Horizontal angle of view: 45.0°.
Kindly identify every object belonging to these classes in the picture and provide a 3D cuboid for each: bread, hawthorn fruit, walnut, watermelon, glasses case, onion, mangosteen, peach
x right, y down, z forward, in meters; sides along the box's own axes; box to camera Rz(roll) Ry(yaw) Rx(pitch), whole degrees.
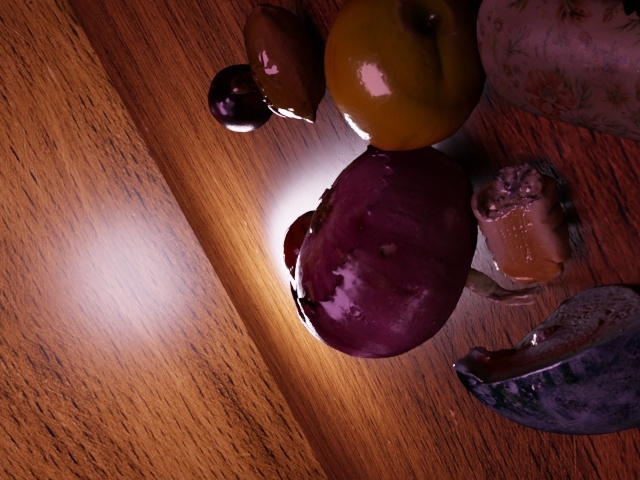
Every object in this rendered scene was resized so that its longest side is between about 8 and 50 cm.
[{"bbox_3d":[0.284,-0.021,1.080,0.119,0.084,0.177,-7,119,31],"label":"bread"},{"bbox_3d":[0.000,0.000,1.687,0.181,0.181,0.235,44,143,34],"label":"hawthorn fruit"},{"bbox_3d":[-0.064,-0.319,1.419,0.137,0.137,0.245,27,144,54],"label":"walnut"},{"bbox_3d":[0.356,0.137,1.025,0.320,0.213,0.289,11,147,-1],"label":"watermelon"},{"bbox_3d":[0.321,-0.177,0.770,0.425,0.098,0.156,31,149,51],"label":"glasses case"},{"bbox_3d":[0.114,0.030,1.232,0.345,0.358,0.358,48,165,-24],"label":"onion"},{"bbox_3d":[-0.165,-0.307,1.635,0.152,0.152,0.152,47,157,27],"label":"mangosteen"},{"bbox_3d":[0.111,-0.230,1.010,0.231,0.231,0.231,47,157,27],"label":"peach"}]

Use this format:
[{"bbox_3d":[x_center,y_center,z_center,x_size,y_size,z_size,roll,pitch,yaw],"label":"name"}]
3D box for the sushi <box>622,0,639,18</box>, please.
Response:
[{"bbox_3d":[0.305,-0.264,0.519,0.227,0.212,0.215,-65,-40,-64],"label":"sushi"}]
